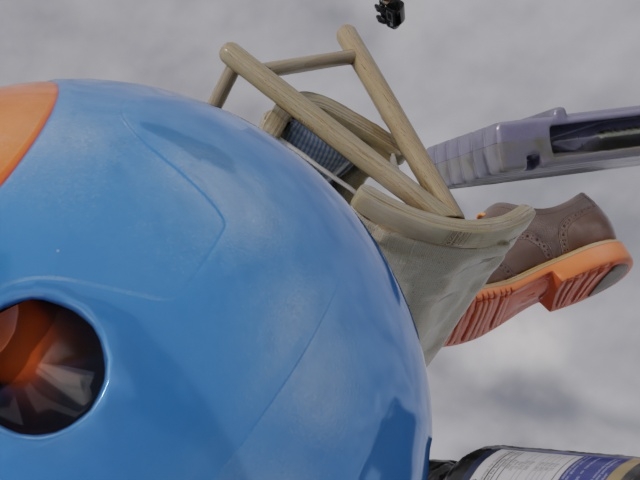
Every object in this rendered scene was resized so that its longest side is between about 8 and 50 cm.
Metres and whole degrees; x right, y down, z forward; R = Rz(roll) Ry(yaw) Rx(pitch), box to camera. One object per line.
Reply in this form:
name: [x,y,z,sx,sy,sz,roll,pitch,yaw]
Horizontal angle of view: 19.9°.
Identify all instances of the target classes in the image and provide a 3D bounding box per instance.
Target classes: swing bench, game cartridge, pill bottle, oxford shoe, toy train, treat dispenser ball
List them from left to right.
treat dispenser ball: [-0.098,0.078,0.744,0.288,0.288,0.288,23,141,20]
swing bench: [0.000,0.000,1.527,0.254,0.165,0.253,49,131,24]
toy train: [0.076,-0.285,2.028,0.036,0.027,0.158,34,161,22]
oxford shoe: [0.200,0.036,2.263,0.130,0.364,0.132,112,139,-59]
pill bottle: [0.153,0.203,1.250,0.219,0.123,0.123,-2,128,47]
game cartridge: [0.298,-0.101,1.747,0.230,0.355,0.068,-175,78,-75]
